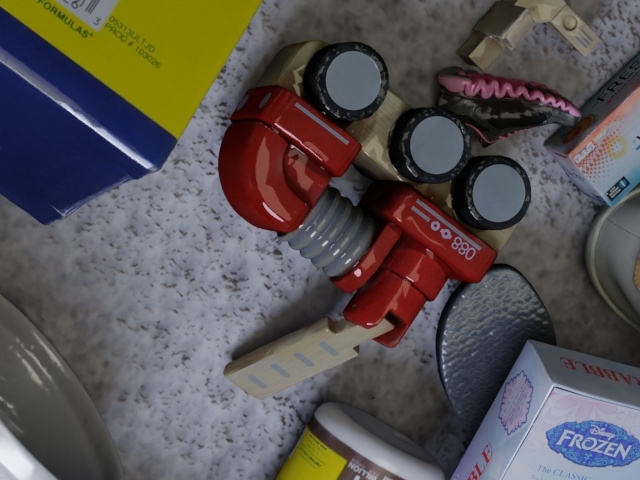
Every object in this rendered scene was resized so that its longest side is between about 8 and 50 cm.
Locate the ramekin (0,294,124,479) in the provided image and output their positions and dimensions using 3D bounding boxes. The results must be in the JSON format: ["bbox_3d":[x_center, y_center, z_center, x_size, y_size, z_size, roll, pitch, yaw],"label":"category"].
[{"bbox_3d":[-0.244,0.136,1.164,0.109,0.207,0.207,-36,107,7],"label":"ramekin"}]

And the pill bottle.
[{"bbox_3d":[-0.001,0.244,1.283,0.117,0.117,0.215,29,94,-17],"label":"pill bottle"}]

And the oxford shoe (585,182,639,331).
[{"bbox_3d":[0.420,0.093,1.345,0.449,0.130,0.169,28,95,-17],"label":"oxford shoe"}]

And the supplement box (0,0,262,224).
[{"bbox_3d":[-0.130,-0.218,1.051,0.195,0.194,0.356,37,66,-18],"label":"supplement box"}]

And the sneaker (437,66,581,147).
[{"bbox_3d":[0.145,-0.099,1.288,0.119,0.047,0.057,10,106,-8],"label":"sneaker"}]

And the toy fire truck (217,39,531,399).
[{"bbox_3d":[0.000,0.000,1.233,0.217,0.158,0.246,36,81,-18],"label":"toy fire truck"}]

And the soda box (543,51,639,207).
[{"bbox_3d":[0.270,-0.113,1.304,0.183,0.058,0.063,-43,108,-1],"label":"soda box"}]

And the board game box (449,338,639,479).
[{"bbox_3d":[0.238,0.254,1.307,0.318,0.066,0.318,16,116,-22],"label":"board game box"}]

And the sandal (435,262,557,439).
[{"bbox_3d":[0.151,0.133,1.338,0.097,0.054,0.254,-16,114,-2],"label":"sandal"}]

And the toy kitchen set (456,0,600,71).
[{"bbox_3d":[0.166,-0.151,1.266,0.075,0.068,0.083,42,90,-18],"label":"toy kitchen set"}]
